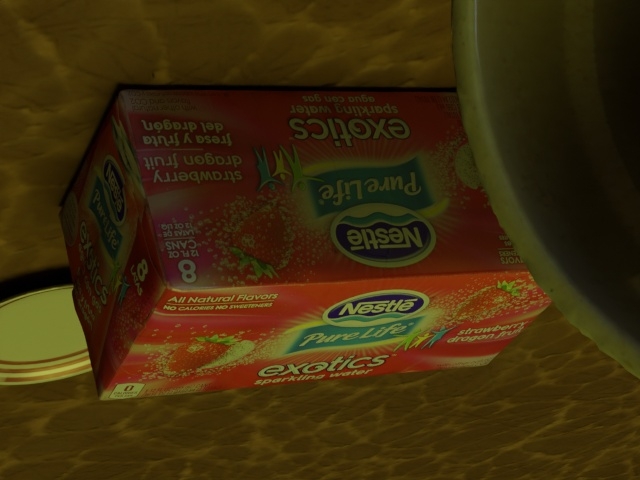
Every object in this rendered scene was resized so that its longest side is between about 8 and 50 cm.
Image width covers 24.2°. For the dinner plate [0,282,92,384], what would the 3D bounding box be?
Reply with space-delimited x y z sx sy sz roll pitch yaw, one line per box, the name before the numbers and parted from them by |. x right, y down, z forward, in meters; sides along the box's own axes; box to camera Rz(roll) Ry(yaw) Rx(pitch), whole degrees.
dinner plate | -0.173 0.057 0.964 0.141 0.017 0.141 -13 155 -6

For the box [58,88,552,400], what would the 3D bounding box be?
box | 0.000 0.000 0.829 0.257 0.122 0.128 -2 150 -28

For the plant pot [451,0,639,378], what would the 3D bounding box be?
plant pot | 0.278 -0.094 0.630 0.334 0.333 0.305 -36 159 35
